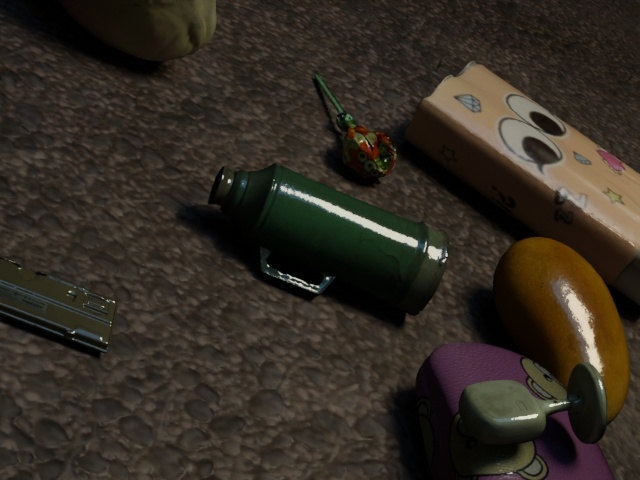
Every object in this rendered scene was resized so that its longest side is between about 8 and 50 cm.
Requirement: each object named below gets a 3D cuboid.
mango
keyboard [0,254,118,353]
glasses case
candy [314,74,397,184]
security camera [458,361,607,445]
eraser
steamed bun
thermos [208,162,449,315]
[{"bbox_3d":[0.203,0.074,1.068,0.102,0.085,0.184,9,42,-32],"label":"mango"},{"bbox_3d":[-0.194,0.035,0.835,0.129,0.015,0.049,23,36,-16],"label":"keyboard"},{"bbox_3d":[0.143,0.184,0.856,0.123,0.076,0.316,15,34,-20],"label":"glasses case"},{"bbox_3d":[0.024,-0.115,1.234,0.055,0.049,0.184,49,7,-38],"label":"candy"},{"bbox_3d":[0.136,0.111,0.849,0.092,0.058,0.058,-4,40,-12],"label":"security camera"},{"bbox_3d":[0.236,-0.059,1.287,0.290,0.087,0.171,37,32,10],"label":"eraser"},{"bbox_3d":[-0.188,-0.268,1.148,0.153,0.170,0.238,-14,47,-22],"label":"steamed bun"},{"bbox_3d":[0.001,-0.004,1.020,0.188,0.083,0.073,23,10,-12],"label":"thermos"}]
